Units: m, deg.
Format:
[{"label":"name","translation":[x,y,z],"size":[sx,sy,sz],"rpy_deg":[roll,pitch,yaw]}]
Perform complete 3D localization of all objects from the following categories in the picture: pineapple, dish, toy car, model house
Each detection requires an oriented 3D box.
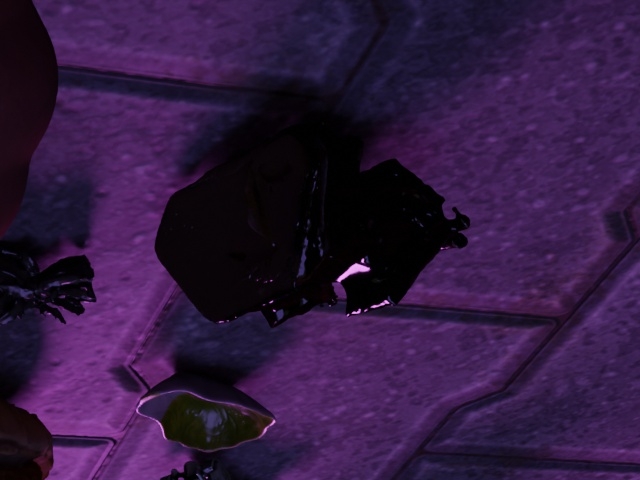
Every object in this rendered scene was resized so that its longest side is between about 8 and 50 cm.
[{"label":"pineapple","translation":[-0.251,0.040,1.512],"size":[0.159,0.074,0.074],"rpy_deg":[-6,147,-20]},{"label":"dish","translation":[-0.106,0.141,1.730],"size":[0.091,0.039,0.137],"rpy_deg":[-25,144,29]},{"label":"toy car","translation":[-0.099,0.251,1.885],"size":[0.073,0.054,0.143],"rpy_deg":[-22,142,13]},{"label":"model house","translation":[-0.006,-0.008,1.488],"size":[0.164,0.141,0.203],"rpy_deg":[-11,176,-43]}]

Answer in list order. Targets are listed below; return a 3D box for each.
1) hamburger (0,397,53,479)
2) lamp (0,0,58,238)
[{"label":"hamburger","translation":[-0.369,0.214,1.663],"size":[0.259,0.144,0.283],"rpy_deg":[-32,147,24]},{"label":"lamp","translation":[-0.303,-0.098,1.129],"size":[0.305,0.239,0.305],"rpy_deg":[-1,104,-5]}]
